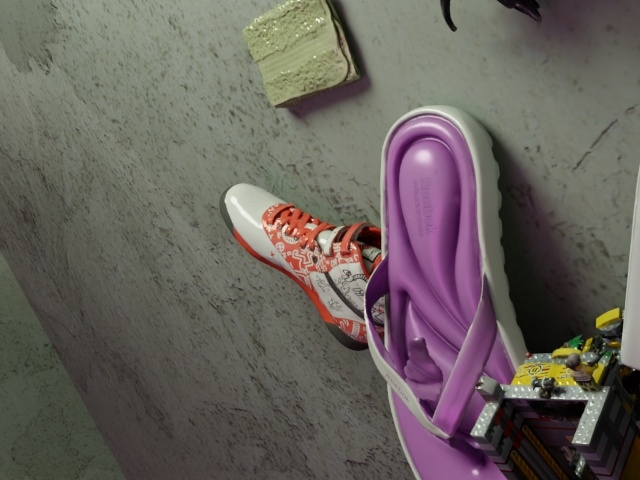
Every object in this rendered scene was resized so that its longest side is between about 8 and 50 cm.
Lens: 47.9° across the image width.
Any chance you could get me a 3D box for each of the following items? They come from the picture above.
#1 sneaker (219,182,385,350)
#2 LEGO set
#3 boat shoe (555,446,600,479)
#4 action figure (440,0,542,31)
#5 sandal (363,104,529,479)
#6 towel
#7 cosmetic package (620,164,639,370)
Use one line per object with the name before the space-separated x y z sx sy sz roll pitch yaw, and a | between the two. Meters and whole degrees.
sneaker | 0.001 0.000 0.859 0.270 0.090 0.145 47 141 7
LEGO set | 0.269 0.105 0.503 0.192 0.255 0.331 51 153 -20
boat shoe | 0.226 0.186 0.746 0.091 0.114 0.302 -28 84 15
action figure | 0.122 -0.253 0.498 0.164 0.141 0.275 46 139 11
sandal | 0.102 0.080 0.682 0.169 0.102 0.416 -14 83 46
towel | -0.026 -0.207 0.785 0.148 0.027 0.110 -8 109 50
cosmetic package | 0.321 -0.005 0.385 0.224 0.225 0.138 18 126 39
